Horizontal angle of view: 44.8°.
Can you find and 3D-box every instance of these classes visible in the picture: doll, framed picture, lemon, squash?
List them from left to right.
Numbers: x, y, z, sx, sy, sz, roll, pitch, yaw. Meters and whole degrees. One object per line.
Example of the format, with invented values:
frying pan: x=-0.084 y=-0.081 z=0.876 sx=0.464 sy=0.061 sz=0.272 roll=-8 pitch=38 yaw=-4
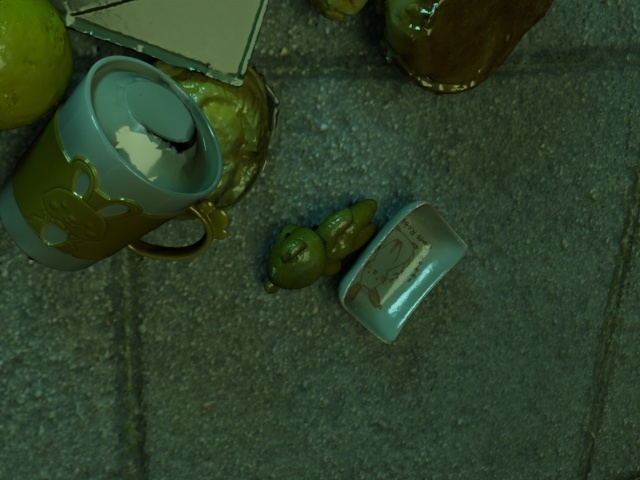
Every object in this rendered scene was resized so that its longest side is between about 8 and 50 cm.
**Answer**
lemon: x=-0.355 y=-0.201 z=0.827 sx=0.206 sy=0.173 sz=0.173 roll=4 pitch=108 yaw=-53
framed picture: x=-0.193 y=-0.321 z=0.915 sx=0.281 sy=0.019 sz=0.208 roll=18 pitch=99 yaw=-18
squash: x=-0.159 y=-0.288 z=0.968 sx=0.183 sy=0.052 sz=0.052 roll=34 pitch=91 yaw=-24
doll: x=0.000 y=0.000 z=1.173 sx=0.210 sy=0.097 sz=0.137 roll=-30 pitch=154 yaw=-35

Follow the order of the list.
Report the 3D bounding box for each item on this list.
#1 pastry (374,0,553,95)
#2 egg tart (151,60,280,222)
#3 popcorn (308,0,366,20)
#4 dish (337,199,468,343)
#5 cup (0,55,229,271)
pastry: x=0.198 y=-0.359 z=1.080 sx=0.311 sy=0.162 sz=0.255 roll=-44 pitch=139 yaw=-3
egg tart: x=-0.150 y=-0.131 z=1.021 sx=0.252 sy=0.098 sz=0.232 roll=-48 pitch=128 yaw=-10
popcorn: x=0.017 y=-0.372 z=0.995 sx=0.148 sy=0.152 sz=0.167 roll=15 pitch=78 yaw=-61
dish: x=0.120 y=0.041 z=1.250 sx=0.212 sy=0.077 sz=0.151 roll=-50 pitch=126 yaw=-4
cup: x=-0.228 y=-0.059 z=0.901 sx=0.226 sy=0.185 sz=0.241 roll=-33 pitch=112 yaw=29
